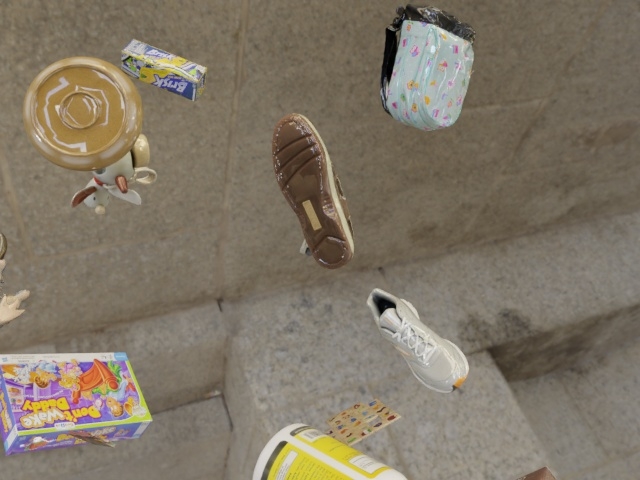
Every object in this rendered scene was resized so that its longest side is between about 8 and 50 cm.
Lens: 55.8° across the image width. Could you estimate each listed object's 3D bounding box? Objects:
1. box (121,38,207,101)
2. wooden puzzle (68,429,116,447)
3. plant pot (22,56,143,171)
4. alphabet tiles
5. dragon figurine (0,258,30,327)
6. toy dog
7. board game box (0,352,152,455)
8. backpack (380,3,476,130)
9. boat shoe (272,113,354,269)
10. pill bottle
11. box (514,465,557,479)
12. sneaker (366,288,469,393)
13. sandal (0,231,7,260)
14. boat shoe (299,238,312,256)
[{"bbox_3d":[-0.327,-0.357,1.268,0.168,0.054,0.059,22,140,-1],"label":"box"},{"bbox_3d":[-0.324,0.282,0.859,0.083,0.006,0.049,-6,144,32],"label":"wooden puzzle"},{"bbox_3d":[-0.479,-0.259,1.213,0.236,0.237,0.032,-19,179,-9],"label":"plant pot"},{"bbox_3d":[0.095,0.500,1.656,0.198,0.009,0.237,-25,-176,-13],"label":"alphabet tiles"},{"bbox_3d":[-0.448,0.132,0.733,0.085,0.289,0.144,37,139,-17],"label":"dragon figurine"},{"bbox_3d":[-0.528,-0.142,1.535,0.220,0.161,0.334,-13,161,-12],"label":"toy dog"},{"bbox_3d":[-0.631,0.402,1.538,0.347,0.233,0.078,10,125,-48],"label":"board game box"},{"bbox_3d":[0.175,-0.272,0.979,0.151,0.115,0.182,8,101,-36],"label":"backpack"},{"bbox_3d":[-0.008,-0.082,1.001,0.095,0.258,0.095,-13,-172,21],"label":"boat shoe"},{"bbox_3d":[0.048,0.485,1.111,0.187,0.333,0.188,-19,115,-46],"label":"pill bottle"},{"bbox_3d":[0.334,0.596,1.129,0.381,0.143,0.191,-13,154,-51],"label":"box"},{"bbox_3d":[0.169,0.187,1.156,0.099,0.262,0.121,-51,131,3],"label":"sneaker"},{"bbox_3d":[-0.560,0.030,0.850,0.219,0.090,0.060,-14,150,-26],"label":"sandal"},{"bbox_3d":[0.000,0.000,1.568,0.079,0.095,0.254,22,161,-2],"label":"boat shoe"}]
